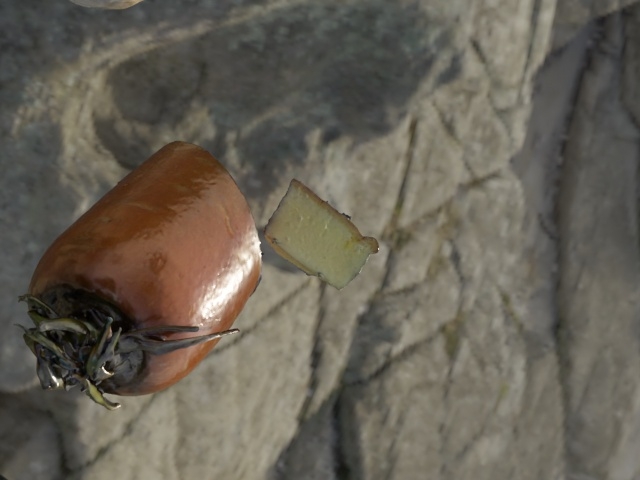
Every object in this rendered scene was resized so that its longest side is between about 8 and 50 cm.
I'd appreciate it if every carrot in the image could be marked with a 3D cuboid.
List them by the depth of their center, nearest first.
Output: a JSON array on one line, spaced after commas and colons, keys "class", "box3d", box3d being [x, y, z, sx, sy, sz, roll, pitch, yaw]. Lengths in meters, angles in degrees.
[{"class": "carrot", "box3d": [-0.184, 0.056, 1.401, 0.331, 0.214, 0.193, -44, 168, -45]}]

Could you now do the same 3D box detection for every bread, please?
[{"class": "bread", "box3d": [0.000, 0.000, 1.521, 0.084, 0.109, 0.080, -56, 162, -10]}]

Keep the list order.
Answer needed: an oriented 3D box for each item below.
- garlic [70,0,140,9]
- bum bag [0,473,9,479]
[{"class": "garlic", "box3d": [-0.081, -0.153, 0.620, 0.113, 0.094, 0.074, -52, -177, 19]}, {"class": "bum bag", "box3d": [-0.352, 0.123, 1.166, 0.080, 0.142, 0.326, -22, 98, 1]}]
